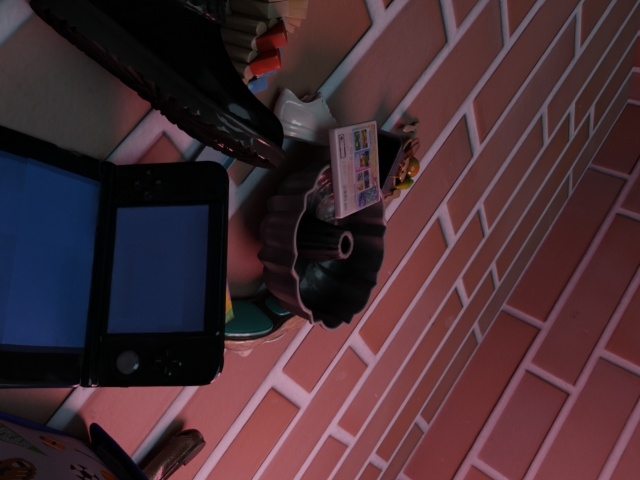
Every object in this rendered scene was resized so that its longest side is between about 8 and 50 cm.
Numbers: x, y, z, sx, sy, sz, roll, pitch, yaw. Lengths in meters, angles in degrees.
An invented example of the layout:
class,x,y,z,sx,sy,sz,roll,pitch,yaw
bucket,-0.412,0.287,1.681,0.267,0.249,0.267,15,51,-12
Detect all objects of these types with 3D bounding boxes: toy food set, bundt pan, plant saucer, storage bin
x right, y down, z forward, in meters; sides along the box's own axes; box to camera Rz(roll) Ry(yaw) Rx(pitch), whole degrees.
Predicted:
class,x,y,z,sx,sy,sz,roll,pitch,yaw
toy food set,0.210,-0.183,1.299,0.132,0.038,0.192,-25,132,-61
bundt pan,0.000,0.000,1.049,0.330,0.124,0.331,-16,110,-53
plant saucer,-0.177,-0.122,0.868,0.192,0.018,0.067,-57,145,-11
storage bin,0.140,-0.165,1.201,0.091,0.098,0.135,12,102,-66

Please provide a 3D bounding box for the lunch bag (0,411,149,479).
class,x,y,z,sx,sy,sz,roll,pitch,yaw
lunch bag,-0.338,0.409,0.735,0.239,0.327,0.385,-56,144,-14

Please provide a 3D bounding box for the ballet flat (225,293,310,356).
class,x,y,z,sx,sy,sz,roll,pitch,yaw
ballet flat,-0.123,0.169,1.064,0.316,0.107,0.106,-9,132,-50

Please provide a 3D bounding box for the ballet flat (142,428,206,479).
class,x,y,z,sx,sy,sz,roll,pitch,yaw
ballet flat,-0.328,0.447,1.021,0.250,0.058,0.084,-39,161,-23

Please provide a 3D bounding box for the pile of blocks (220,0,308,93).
class,x,y,z,sx,sy,sz,roll,pitch,yaw
pile of blocks,-0.066,-0.315,0.802,0.149,0.112,0.362,17,98,-56

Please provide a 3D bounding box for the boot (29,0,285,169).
class,x,y,z,sx,sy,sz,roll,pitch,yaw
boot,-0.125,-0.273,0.656,0.348,0.131,0.260,37,81,-31

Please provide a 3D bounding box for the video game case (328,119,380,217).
class,x,y,z,sx,sy,sz,roll,pitch,yaw
video game case,0.065,-0.133,0.994,0.143,0.019,0.157,-26,116,-51

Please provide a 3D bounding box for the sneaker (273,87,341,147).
class,x,y,z,sx,sy,sz,roll,pitch,yaw
sneaker,-0.001,-0.220,0.993,0.212,0.080,0.094,4,97,-53

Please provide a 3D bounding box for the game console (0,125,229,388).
class,x,y,z,sx,sy,sz,roll,pitch,yaw
game console,-0.251,0.021,0.634,0.173,0.250,0.293,70,18,-75

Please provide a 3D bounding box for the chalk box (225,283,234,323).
class,x,y,z,sx,sy,sz,roll,pitch,yaw
chalk box,-0.256,0.098,0.808,0.213,0.132,0.132,-34,136,-35
